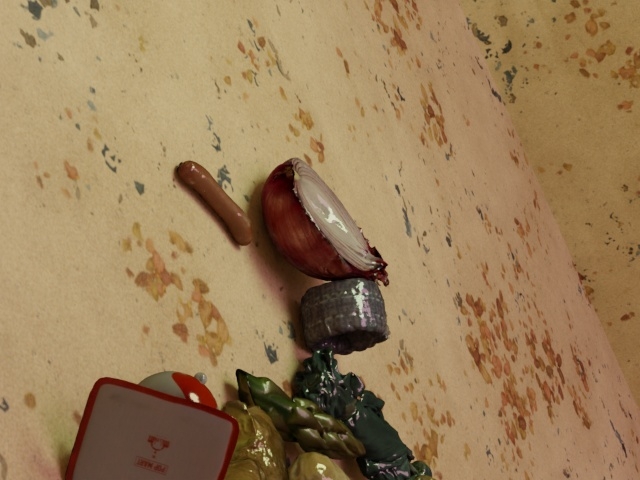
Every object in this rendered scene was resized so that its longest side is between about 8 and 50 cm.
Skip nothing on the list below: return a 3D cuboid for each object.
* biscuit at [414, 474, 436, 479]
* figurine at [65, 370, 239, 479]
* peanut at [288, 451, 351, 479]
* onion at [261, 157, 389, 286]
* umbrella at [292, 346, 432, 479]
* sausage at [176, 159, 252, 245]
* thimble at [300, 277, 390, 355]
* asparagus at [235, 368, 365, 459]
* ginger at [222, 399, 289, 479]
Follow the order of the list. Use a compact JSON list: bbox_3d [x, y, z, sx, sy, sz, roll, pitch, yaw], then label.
[{"bbox_3d":[0.123,0.462,2.028,0.183,0.039,0.174,37,81,-46],"label":"biscuit"},{"bbox_3d":[-0.198,0.233,1.538,0.226,0.183,0.160,-83,-168,-78],"label":"figurine"},{"bbox_3d":[0.023,0.447,1.860,0.117,0.101,0.263,-22,93,-47],"label":"peanut"},{"bbox_3d":[0.000,0.000,2.063,0.283,0.120,0.227,46,20,-17],"label":"onion"},{"bbox_3d":[0.073,0.323,2.045,0.349,0.094,0.143,45,60,-34],"label":"umbrella"},{"bbox_3d":[-0.162,-0.061,1.909,0.186,0.043,0.043,50,33,-36],"label":"sausage"},{"bbox_3d":[0.040,0.131,2.050,0.150,0.150,0.098,27,48,-55],"label":"thimble"},{"bbox_3d":[-0.034,0.282,1.871,0.287,0.080,0.080,30,46,-34],"label":"asparagus"},{"bbox_3d":[-0.100,0.322,1.683,0.270,0.123,0.219,-77,158,-59],"label":"ginger"}]
